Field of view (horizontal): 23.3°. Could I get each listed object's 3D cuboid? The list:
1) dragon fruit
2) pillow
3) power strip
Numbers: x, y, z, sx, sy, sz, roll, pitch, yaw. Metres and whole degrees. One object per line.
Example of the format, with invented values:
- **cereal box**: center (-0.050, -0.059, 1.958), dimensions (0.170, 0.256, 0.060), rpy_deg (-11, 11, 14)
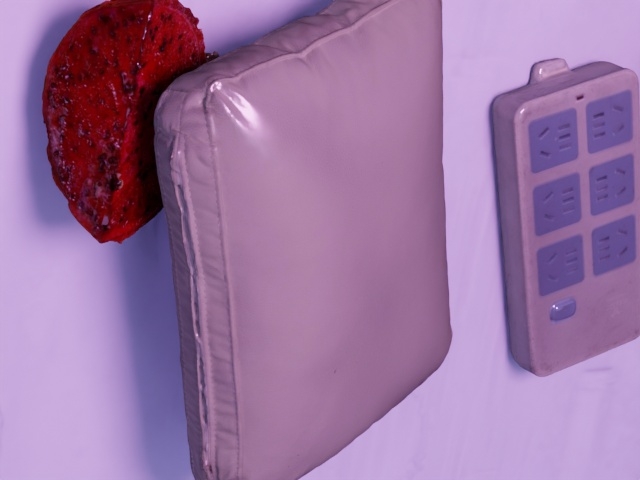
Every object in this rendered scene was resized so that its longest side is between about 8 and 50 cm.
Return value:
- **dragon fruit**: center (-0.122, -0.087, 0.989), dimensions (0.106, 0.083, 0.162), rpy_deg (-17, 120, -59)
- **pillow**: center (0.000, 0.000, 1.048), dimensions (0.255, 0.120, 0.322), rpy_deg (-33, 130, -41)
- **power strip**: center (0.200, -0.014, 1.238), dimensions (0.118, 0.046, 0.270), rpy_deg (-21, 120, -24)
